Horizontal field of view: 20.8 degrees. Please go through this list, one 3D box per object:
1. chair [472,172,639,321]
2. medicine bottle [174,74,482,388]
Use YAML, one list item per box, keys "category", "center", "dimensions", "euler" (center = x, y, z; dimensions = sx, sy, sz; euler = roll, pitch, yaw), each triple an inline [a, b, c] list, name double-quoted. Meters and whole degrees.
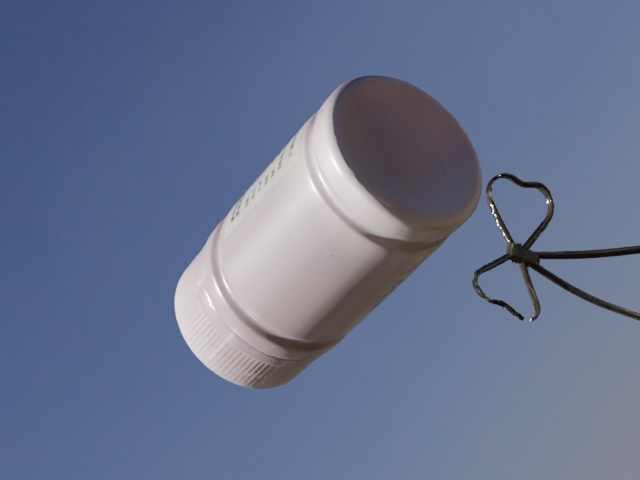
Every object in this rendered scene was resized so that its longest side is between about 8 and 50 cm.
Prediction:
- category: "chair"
  center: [0.313, 0.009, 1.504]
  dimensions: [0.170, 0.325, 0.160]
  euler: [119, 167, -53]
- category: "medicine bottle"
  center: [0.000, 0.000, 1.287]
  dimensions: [0.133, 0.133, 0.250]
  euler: [-41, -5, -47]
